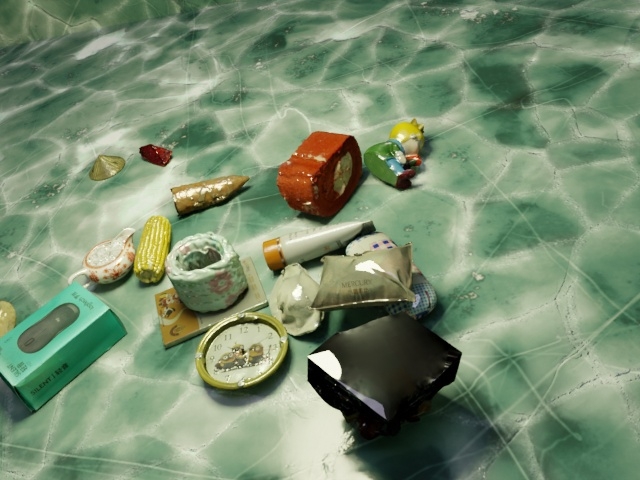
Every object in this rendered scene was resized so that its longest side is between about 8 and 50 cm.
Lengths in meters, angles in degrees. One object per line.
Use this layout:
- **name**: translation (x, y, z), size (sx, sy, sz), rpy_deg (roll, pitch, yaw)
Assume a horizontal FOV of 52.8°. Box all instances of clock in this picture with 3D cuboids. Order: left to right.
- **clock**: translation (-0.188, 0.278, 1.579), size (0.237, 0.057, 0.237), rpy_deg (-9, 42, 8)

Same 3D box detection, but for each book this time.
- **book**: translation (-0.305, 0.164, 1.773), size (0.295, 0.020, 0.208), rpy_deg (-23, 41, -5)

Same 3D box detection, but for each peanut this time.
- **peanut**: translation (-0.938, 0.282, 1.808), size (0.101, 0.117, 0.263), rpy_deg (16, 46, 7)

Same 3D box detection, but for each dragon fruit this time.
- **dragon fruit**: translation (-0.608, -0.323, 2.378), size (0.131, 0.097, 0.063), rpy_deg (-2, 37, 47)

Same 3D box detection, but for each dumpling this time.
- **dumpling**: translation (-0.066, 0.161, 1.635), size (0.155, 0.111, 0.181), rpy_deg (-35, 27, 27)

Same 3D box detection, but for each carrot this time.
- **carrot**: translation (-0.355, -0.162, 2.089), size (0.263, 0.102, 0.102), rpy_deg (-19, 41, -3)

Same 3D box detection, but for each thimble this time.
- **thimble**: translation (-0.301, 0.084, 1.731), size (0.211, 0.149, 0.185), rpy_deg (0, 41, 21)

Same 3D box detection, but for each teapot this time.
- **teapot**: translation (-0.643, 0.069, 1.931), size (0.159, 0.116, 0.245), rpy_deg (29, 56, 26)

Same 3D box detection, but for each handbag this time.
- **handbag**: translation (0.105, 0.085, 1.544), size (0.270, 0.117, 0.182), rpy_deg (-9, 44, 24)

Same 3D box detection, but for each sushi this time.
- **sushi**: translation (0.125, 0.291, 1.336), size (0.215, 0.212, 0.227), rpy_deg (35, 52, 29)

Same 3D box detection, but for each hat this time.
- **hat**: translation (-0.814, -0.296, 2.418), size (0.146, 0.067, 0.146), rpy_deg (-10, 42, 9)

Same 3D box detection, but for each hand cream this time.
- **hand cream**: translation (0.000, 0.000, 1.780), size (0.314, 0.140, 0.089), rpy_deg (-19, 77, 9)

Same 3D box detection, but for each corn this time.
- **corn**: translation (-0.502, 0.022, 1.941), size (0.093, 0.093, 0.244), rpy_deg (-12, 42, 7)

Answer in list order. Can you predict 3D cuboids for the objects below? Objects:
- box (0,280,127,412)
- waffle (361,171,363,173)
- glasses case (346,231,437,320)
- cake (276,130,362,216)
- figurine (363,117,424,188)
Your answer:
- **box**: translation (-0.709, 0.273, 1.727), size (0.205, 0.118, 0.311), rpy_deg (25, 56, 40)
- **waffle**: translation (0.092, -0.206, 2.030), size (0.078, 0.016, 0.085), rpy_deg (16, 54, 33)
- **glasses case**: translation (0.175, 0.085, 1.639), size (0.125, 0.076, 0.327), rpy_deg (-29, 42, -7)
- **cake**: translation (0.004, -0.195, 1.926), size (0.151, 0.177, 0.283), rpy_deg (15, 52, 32)
- **figurine**: translation (0.262, -0.269, 1.969), size (0.234, 0.127, 0.185), rpy_deg (-31, 53, -33)
